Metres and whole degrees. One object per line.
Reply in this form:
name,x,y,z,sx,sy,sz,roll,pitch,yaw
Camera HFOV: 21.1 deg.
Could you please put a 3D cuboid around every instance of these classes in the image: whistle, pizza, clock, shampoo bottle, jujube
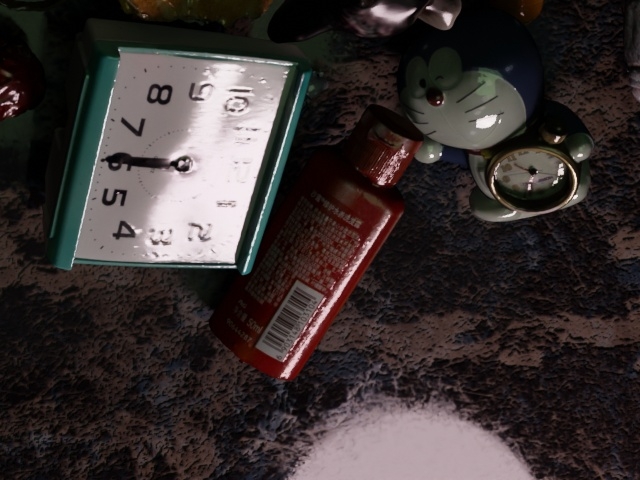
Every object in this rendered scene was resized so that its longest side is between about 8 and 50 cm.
whistle,-0.023,-0.148,1.842,0.083,0.029,0.033,-49,132,-3
pizza,-0.128,-0.268,1.704,0.246,0.058,0.127,-22,111,-39
clock,-0.156,-0.100,1.757,0.231,0.116,0.262,2,127,-23
shampoo bottle,0.000,0.000,1.841,0.118,0.076,0.314,36,111,12
clock,0.179,-0.136,1.843,0.199,0.146,0.243,-15,126,30
jujube,-0.355,-0.158,1.695,0.166,0.104,0.104,-10,113,-12

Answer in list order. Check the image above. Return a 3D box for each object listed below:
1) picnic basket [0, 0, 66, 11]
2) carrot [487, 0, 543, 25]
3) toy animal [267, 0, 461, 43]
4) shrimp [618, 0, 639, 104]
picnic basket,-0.273,-0.292,1.653,0.128,0.138,0.178,39,122,-18
carrot,0.204,-0.332,1.821,0.067,0.067,0.225,-9,111,-14
toy animal,0.001,-0.307,1.654,0.344,0.194,0.303,38,67,-24
shrimp,0.400,-0.293,1.864,0.145,0.116,0.343,-4,106,-14
